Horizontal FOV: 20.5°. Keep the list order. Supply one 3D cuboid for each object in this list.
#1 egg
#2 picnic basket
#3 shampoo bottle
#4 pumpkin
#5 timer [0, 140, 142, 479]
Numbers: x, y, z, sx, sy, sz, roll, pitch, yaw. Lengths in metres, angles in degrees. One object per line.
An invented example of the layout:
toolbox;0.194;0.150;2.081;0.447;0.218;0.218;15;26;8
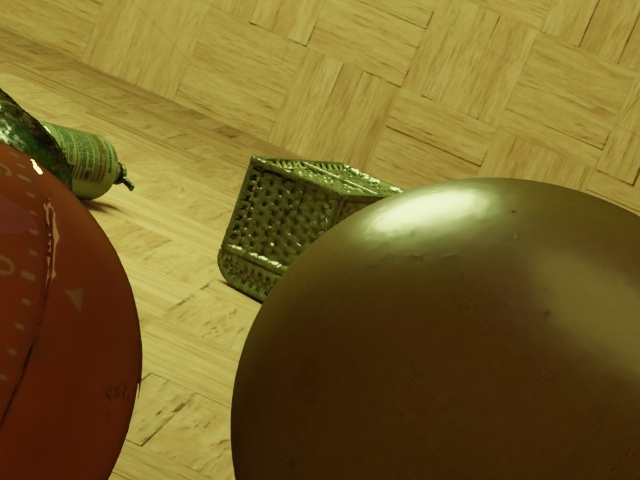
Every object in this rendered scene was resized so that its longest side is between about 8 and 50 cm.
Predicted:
egg;0.117;0.125;0.982;0.301;0.301;0.374;13;19;-49
picnic basket;0.000;0.000;1.966;0.134;0.154;0.196;23;11;29
shampoo bottle;-0.283;-0.088;2.027;0.079;0.079;0.162;28;10;34
pumpkin;-0.316;-0.091;1.872;0.163;0.111;0.278;26;6;-12
timer;-0.206;0.053;0.827;0.215;0.229;0.229;21;8;-35
